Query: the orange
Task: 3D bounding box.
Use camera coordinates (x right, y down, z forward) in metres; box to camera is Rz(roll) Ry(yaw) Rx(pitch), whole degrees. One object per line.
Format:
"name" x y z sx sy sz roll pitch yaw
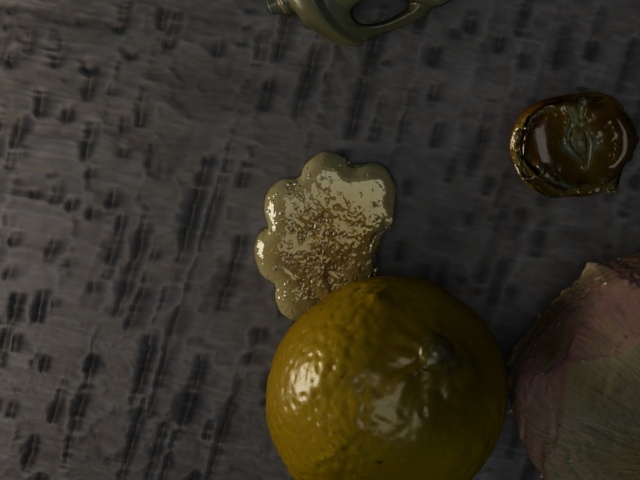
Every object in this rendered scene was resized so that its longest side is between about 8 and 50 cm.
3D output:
"orange" 0.329 -0.129 1.573 0.160 0.112 0.170 -47 117 1

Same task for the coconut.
"coconut" 0.447 0.213 1.497 0.404 0.404 0.405 1 101 5

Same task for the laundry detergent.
"laundry detergent" 0.050 -0.354 1.563 0.253 0.091 0.181 -22 104 9

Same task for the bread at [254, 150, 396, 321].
"bread" 0.000 0.000 1.664 0.181 0.039 0.251 16 103 1

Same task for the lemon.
"lemon" 0.086 0.205 1.552 0.336 0.336 0.336 1 101 5
